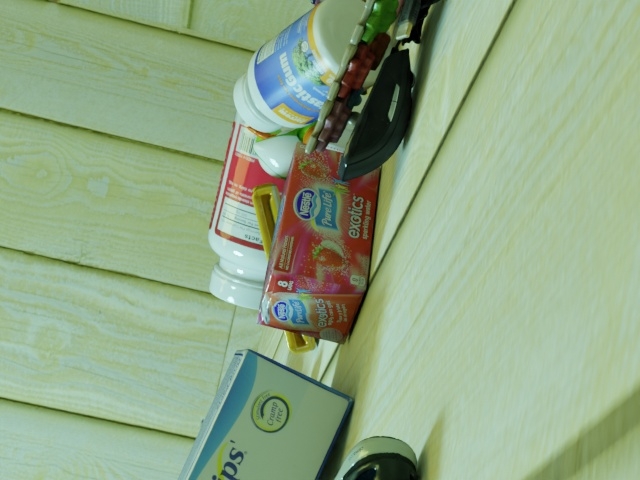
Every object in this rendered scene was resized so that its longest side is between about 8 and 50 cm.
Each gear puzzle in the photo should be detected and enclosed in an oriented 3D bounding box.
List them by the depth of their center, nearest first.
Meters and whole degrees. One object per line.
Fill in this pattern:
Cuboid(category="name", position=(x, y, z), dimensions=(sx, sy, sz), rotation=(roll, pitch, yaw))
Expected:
Cuboid(category="gear puzzle", position=(0.077, -0.266, 1.506), dimensions=(0.339, 0.044, 0.175), rotation=(-66, -5, 31))

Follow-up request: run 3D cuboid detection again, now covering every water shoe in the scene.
Cuboid(category="water shoe", position=(0.025, 0.249, 0.998), dimensions=(0.080, 0.073, 0.203), rotation=(-87, 10, -52))

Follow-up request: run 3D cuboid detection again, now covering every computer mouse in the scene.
Cuboid(category="computer mouse", position=(0.098, -0.196, 1.495), dimensions=(0.184, 0.060, 0.262), rotation=(104, -170, -71))

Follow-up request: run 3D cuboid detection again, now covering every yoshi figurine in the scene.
Cuboid(category="yoshi figurine", position=(-0.001, -0.140, 2.149), dimensions=(0.203, 0.203, 0.362), rotation=(63, 173, -20))

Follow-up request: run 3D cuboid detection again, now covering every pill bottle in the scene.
Cuboid(category="pill bottle", position=(-0.022, -0.271, 1.951), dimensions=(0.272, 0.152, 0.152), rotation=(-27, 44, 49))
Cuboid(category="pill bottle", position=(-0.099, -0.075, 2.464), dimensions=(0.229, 0.229, 0.407), rotation=(-98, 22, -77))

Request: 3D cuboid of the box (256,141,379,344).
Cuboid(category="box", position=(0.000, 0.000, 1.665), dimensions=(0.122, 0.128, 0.257), rotation=(108, 174, -46))

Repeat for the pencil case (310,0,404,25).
Cuboid(category="pencil case", position=(0.076, -0.509, 2.052), dimensions=(0.386, 0.167, 0.160), rotation=(-81, -24, -44))

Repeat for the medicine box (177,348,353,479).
Cuboid(category="medicine box", position=(-0.092, 0.286, 1.545), dimensions=(0.289, 0.149, 0.263), rotation=(141, 154, -82))

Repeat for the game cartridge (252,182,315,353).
Cuboid(category="game cartridge", position=(-0.070, 0.040, 2.158), dimensions=(0.324, 0.053, 0.285), rotation=(-147, 43, -85))

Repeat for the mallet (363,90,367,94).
Cuboid(category="mallet", position=(0.094, -0.345, 2.145), dimensions=(0.039, 0.062, 0.189), rotation=(-82, -8, -59))

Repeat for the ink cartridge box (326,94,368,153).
Cuboid(category="ink cartridge box", position=(0.043, -0.163, 1.828), dimensions=(0.143, 0.092, 0.090), rotation=(125, 158, -74))
